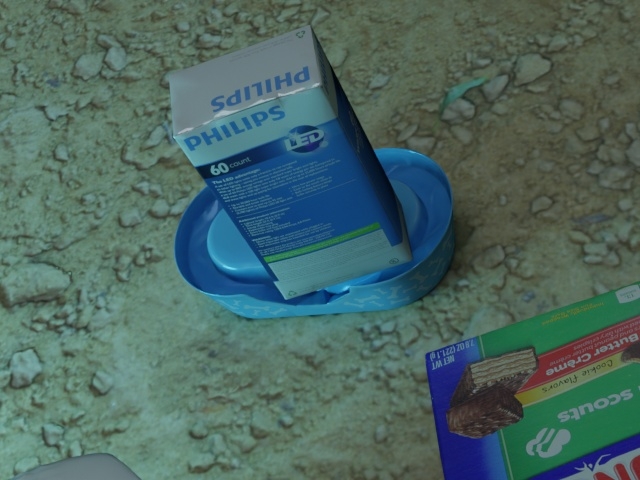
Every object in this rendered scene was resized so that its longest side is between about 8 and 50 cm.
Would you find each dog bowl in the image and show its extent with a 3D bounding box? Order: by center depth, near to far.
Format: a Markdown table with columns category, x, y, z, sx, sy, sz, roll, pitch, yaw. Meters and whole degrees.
| category | x | y | z | sx | sy | sz | roll | pitch | yaw |
| --- | --- | --- | --- | --- | --- | --- | --- | --- | --- |
| dog bowl | 0.000 | 0.000 | 1.331 | 0.297 | 0.074 | 0.166 | -6 | 54 | 21 |

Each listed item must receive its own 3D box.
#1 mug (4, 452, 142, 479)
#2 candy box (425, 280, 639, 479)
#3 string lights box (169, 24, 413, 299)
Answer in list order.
| category | x | y | z | sx | sy | sz | roll | pitch | yaw |
| --- | --- | --- | --- | --- | --- | --- | --- | --- | --- |
| mug | -0.209 | 0.369 | 1.035 | 0.328 | 0.276 | 0.374 | -42 | 59 | -18 |
| candy box | 0.232 | 0.175 | 1.003 | 0.268 | 0.122 | 0.317 | -20 | 29 | 9 |
| string lights box | -0.020 | -0.060 | 1.164 | 0.133 | 0.259 | 0.077 | -17 | 51 | 11 |
